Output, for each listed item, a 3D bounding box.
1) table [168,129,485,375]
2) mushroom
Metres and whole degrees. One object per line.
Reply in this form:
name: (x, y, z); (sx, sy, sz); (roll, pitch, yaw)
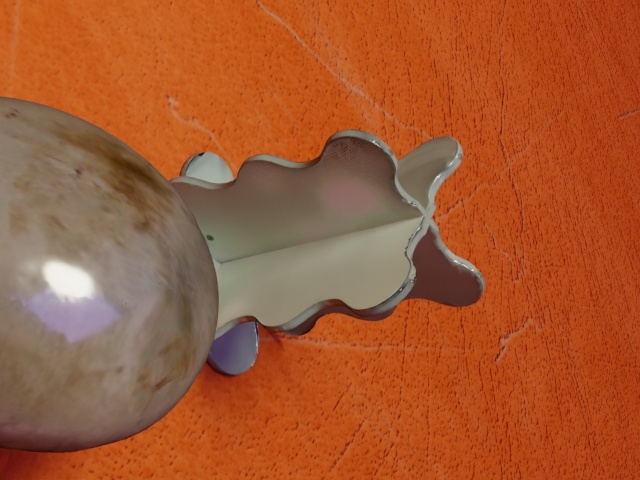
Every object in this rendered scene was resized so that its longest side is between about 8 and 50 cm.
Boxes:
table: (0.000, 0.000, 0.936); (0.166, 0.198, 0.167); (19, 65, -49)
mushroom: (-0.167, 0.024, 0.739); (0.226, 0.178, 0.226); (18, 34, -13)
